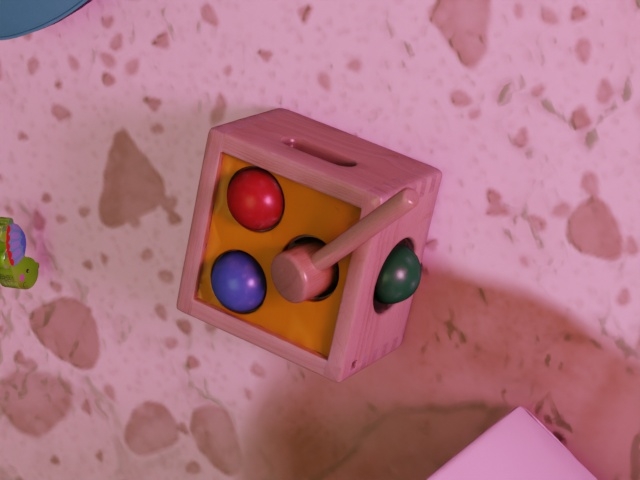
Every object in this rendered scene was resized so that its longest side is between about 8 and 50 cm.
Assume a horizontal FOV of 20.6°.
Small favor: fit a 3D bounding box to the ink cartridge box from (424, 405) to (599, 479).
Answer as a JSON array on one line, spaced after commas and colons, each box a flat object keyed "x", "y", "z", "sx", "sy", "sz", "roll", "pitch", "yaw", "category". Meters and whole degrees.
[{"x": 0.025, "y": 0.239, "z": 0.930, "sx": 0.117, "sy": 0.207, "sz": 0.283, "roll": 46, "pitch": 121, "yaw": 11, "category": "ink cartridge box"}]

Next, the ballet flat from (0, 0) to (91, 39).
[{"x": -0.131, "y": -0.186, "z": 0.998, "sx": 0.203, "sy": 0.074, "sz": 0.074, "roll": -33, "pitch": 85, "yaw": 32, "category": "ballet flat"}]

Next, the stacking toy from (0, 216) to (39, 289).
[{"x": -0.257, "y": -0.076, "z": 1.117, "sx": 0.167, "sy": 0.052, "sz": 0.221, "roll": 3, "pitch": 107, "yaw": 33, "category": "stacking toy"}]

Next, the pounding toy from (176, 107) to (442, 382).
[{"x": 0.000, "y": 0.000, "z": 0.944, "sx": 0.141, "sy": 0.100, "sz": 0.130, "roll": 23, "pitch": 115, "yaw": 25, "category": "pounding toy"}]
